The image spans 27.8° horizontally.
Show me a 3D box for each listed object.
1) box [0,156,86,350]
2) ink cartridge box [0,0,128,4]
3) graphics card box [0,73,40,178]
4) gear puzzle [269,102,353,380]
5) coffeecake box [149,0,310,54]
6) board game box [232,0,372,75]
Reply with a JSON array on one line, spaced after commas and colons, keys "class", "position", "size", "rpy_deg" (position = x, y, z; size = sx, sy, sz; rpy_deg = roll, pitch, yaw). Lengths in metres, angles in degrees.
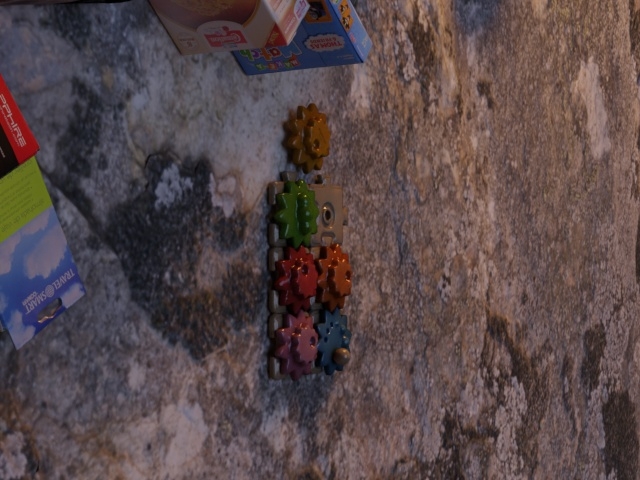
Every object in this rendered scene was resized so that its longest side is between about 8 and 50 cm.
[{"class": "box", "position": [-0.283, -0.005, 1.154], "size": [0.109, 0.042, 0.178], "rpy_deg": [-45, 126, -47]}, {"class": "ink cartridge box", "position": [-0.259, -0.403, 1.184], "size": [0.176, 0.069, 0.371], "rpy_deg": [-19, 103, -56]}, {"class": "graphics card box", "position": [-0.350, -0.091, 0.879], "size": [0.233, 0.094, 0.371], "rpy_deg": [65, 20, -16]}, {"class": "gear puzzle", "position": [0.000, 0.000, 1.595], "size": [0.175, 0.044, 0.339], "rpy_deg": [1, 89, -57]}, {"class": "coffeecake box", "position": [-0.117, -0.284, 1.325], "size": [0.185, 0.142, 0.068], "rpy_deg": [58, 45, -39]}, {"class": "board game box", "position": [-0.057, -0.273, 1.403], "size": [0.211, 0.160, 0.039], "rpy_deg": [59, 42, -39]}]
